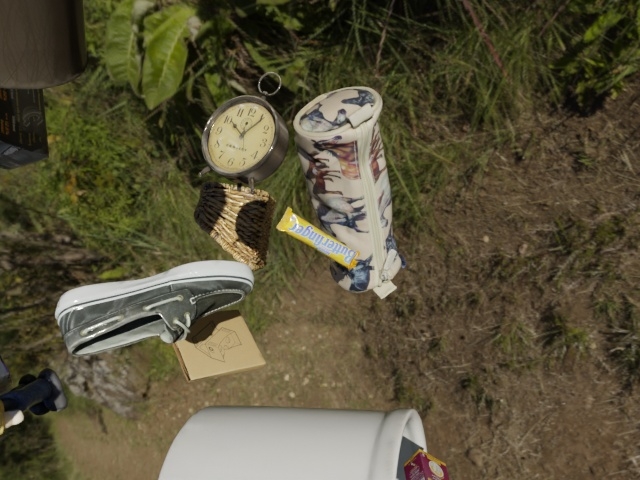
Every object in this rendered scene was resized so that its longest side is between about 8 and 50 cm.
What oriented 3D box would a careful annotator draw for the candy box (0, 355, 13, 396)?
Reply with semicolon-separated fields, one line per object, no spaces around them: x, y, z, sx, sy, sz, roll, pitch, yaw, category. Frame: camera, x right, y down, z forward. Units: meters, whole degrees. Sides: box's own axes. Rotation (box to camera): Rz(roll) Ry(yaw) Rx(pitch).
-0.603;0.194;0.890;0.165;0.070;0.196;58;144;8;candy box

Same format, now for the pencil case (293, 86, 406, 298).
0.065;-0.085;0.987;0.183;0.160;0.410;32;147;42;pencil case

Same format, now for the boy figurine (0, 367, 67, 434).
-0.532;0.293;0.788;0.177;0.285;0.092;-19;97;22;boy figurine

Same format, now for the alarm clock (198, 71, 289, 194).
-0.105;-0.170;0.794;0.129;0.064;0.192;21;88;24;alarm clock

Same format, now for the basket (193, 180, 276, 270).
-0.255;-0.039;1.485;0.299;0.213;0.223;-150;70;-89;basket

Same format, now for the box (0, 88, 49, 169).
-0.454;-0.263;0.613;0.076;0.242;0.307;-12;82;13;box

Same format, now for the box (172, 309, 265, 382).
-0.237;0.231;1.164;0.021;0.201;0.164;-52;56;29;box

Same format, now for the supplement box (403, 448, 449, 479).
0.163;0.366;0.775;0.043;0.055;0.083;-52;13;18;supplement box

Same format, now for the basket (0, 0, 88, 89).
-0.274;-0.262;0.399;0.227;0.204;0.154;-51;29;44;basket

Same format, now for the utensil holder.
-0.031;0.441;0.869;0.385;0.327;0.327;-3;80;21;utensil holder

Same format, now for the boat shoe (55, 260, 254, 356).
-0.268;0.127;0.894;0.121;0.335;0.119;107;145;-52;boat shoe

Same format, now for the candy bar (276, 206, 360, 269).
0.000;0.000;0.858;0.018;0.161;0.040;0;62;63;candy bar
